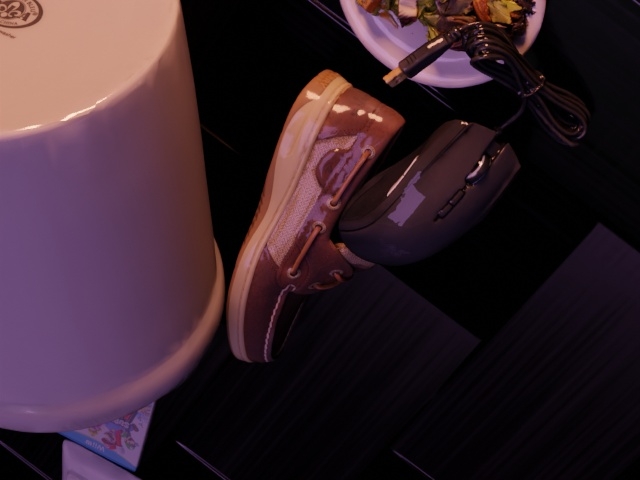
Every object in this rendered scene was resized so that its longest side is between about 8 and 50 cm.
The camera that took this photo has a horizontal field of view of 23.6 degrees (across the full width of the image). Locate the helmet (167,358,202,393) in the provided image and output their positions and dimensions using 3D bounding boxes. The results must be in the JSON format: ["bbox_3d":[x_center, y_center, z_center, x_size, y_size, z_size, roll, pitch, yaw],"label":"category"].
[{"bbox_3d":[-0.195,0.087,1.645,0.169,0.169,0.161,-42,80,38],"label":"helmet"}]

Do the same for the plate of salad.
[{"bbox_3d":[0.103,-0.225,1.380,0.200,0.048,0.200,12,123,19],"label":"plate of salad"}]

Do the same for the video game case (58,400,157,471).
[{"bbox_3d":[-0.255,0.191,1.831,0.119,0.015,0.166,25,127,9],"label":"video game case"}]

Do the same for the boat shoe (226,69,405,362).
[{"bbox_3d":[0.000,0.000,1.528,0.123,0.123,0.342,26,121,11],"label":"boat shoe"}]

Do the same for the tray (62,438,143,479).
[{"bbox_3d":[-0.219,0.359,1.881,0.270,0.030,0.145,25,129,22],"label":"tray"}]

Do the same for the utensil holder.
[{"bbox_3d":[-0.261,-0.067,1.405,0.328,0.327,0.385,17,141,15],"label":"utensil holder"}]

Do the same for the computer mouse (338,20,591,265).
[{"bbox_3d":[0.103,-0.076,1.390,0.262,0.060,0.184,-35,123,19],"label":"computer mouse"}]
